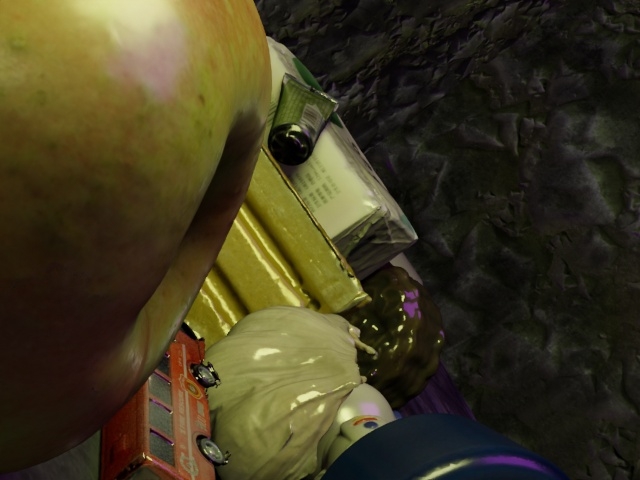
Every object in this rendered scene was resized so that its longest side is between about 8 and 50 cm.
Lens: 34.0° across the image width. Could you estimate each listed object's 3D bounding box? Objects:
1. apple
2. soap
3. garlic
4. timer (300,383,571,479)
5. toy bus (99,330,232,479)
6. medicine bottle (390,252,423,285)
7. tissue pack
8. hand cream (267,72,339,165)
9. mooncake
[{"bbox_3d":[-0.184,-0.047,0.526,0.277,0.319,0.319,26,7,4],"label":"apple"},{"bbox_3d":[-0.105,-0.002,1.224,0.315,0.199,0.091,54,1,13],"label":"soap"},{"bbox_3d":[-0.049,0.140,1.038,0.143,0.178,0.229,38,26,-4],"label":"garlic"},{"bbox_3d":[0.070,0.260,1.077,0.270,0.270,0.383,50,-5,-25],"label":"timer"},{"bbox_3d":[-0.135,0.144,0.870,0.096,0.073,0.235,42,13,-27],"label":"toy bus"},{"bbox_3d":[0.000,0.000,1.770,0.340,0.208,0.208,57,8,17],"label":"medicine bottle"},{"bbox_3d":[-0.072,-0.081,1.488,0.356,0.266,0.194,59,9,27],"label":"tissue pack"},{"bbox_3d":[-0.024,-0.155,1.330,0.086,0.055,0.235,30,26,-9],"label":"hand cream"},{"bbox_3d":[0.060,0.136,1.522,0.124,0.228,0.228,32,22,-50],"label":"mooncake"}]
